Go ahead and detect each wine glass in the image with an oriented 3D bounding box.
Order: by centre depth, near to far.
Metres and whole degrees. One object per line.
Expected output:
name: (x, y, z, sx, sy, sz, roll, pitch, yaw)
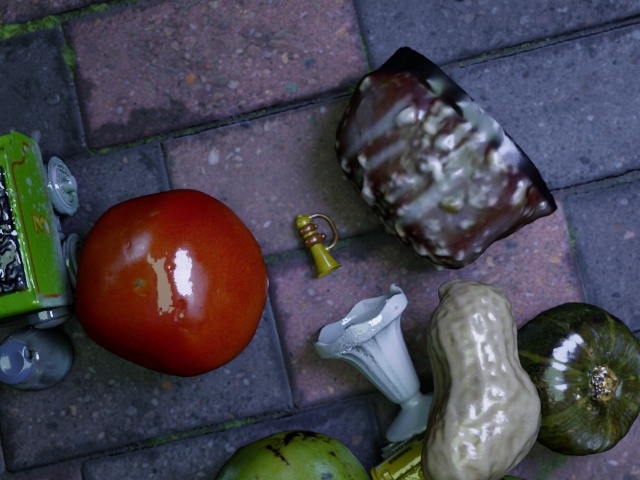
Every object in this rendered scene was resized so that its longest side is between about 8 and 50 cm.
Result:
wine glass: (0.103, 0.187, 0.954, 0.165, 0.165, 0.196, -35, 93, 1)

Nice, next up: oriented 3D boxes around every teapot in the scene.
teapot: (-0.492, 0.191, 1.009, 0.149, 0.108, 0.111, 2, 85, 3)

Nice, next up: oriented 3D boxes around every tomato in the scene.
tomato: (-0.230, 0.066, 0.942, 0.299, 0.226, 0.298, 0, 91, 3)

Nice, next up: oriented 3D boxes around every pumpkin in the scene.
pumpkin: (0.374, 0.203, 0.929, 0.224, 0.157, 0.223, 0, 91, -15)

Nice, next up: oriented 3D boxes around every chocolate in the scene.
chocolate: (0.157, -0.101, 0.933, 0.210, 0.225, 0.340, -44, 82, 8)

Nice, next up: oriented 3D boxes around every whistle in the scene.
whistle: (0.000, 0.001, 1.022, 0.057, 0.046, 0.109, -26, 79, 16)

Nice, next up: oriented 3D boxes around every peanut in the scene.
peanut: (0.216, 0.199, 0.846, 0.159, 0.143, 0.291, 16, 63, -16)

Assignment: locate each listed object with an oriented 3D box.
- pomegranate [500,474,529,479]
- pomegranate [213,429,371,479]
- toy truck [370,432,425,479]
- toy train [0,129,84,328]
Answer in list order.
pomegranate: (0.264, 0.457, 0.869, 0.255, 0.270, 0.254, -4, 69, 10)
pomegranate: (-0.018, 0.406, 0.871, 0.341, 0.260, 0.260, 18, 88, 37)
toy truck: (0.186, 0.321, 0.955, 0.227, 0.114, 0.098, -36, 85, 1)
toy train: (-0.471, -0.012, 0.951, 0.174, 0.249, 0.307, -14, 86, 0)
